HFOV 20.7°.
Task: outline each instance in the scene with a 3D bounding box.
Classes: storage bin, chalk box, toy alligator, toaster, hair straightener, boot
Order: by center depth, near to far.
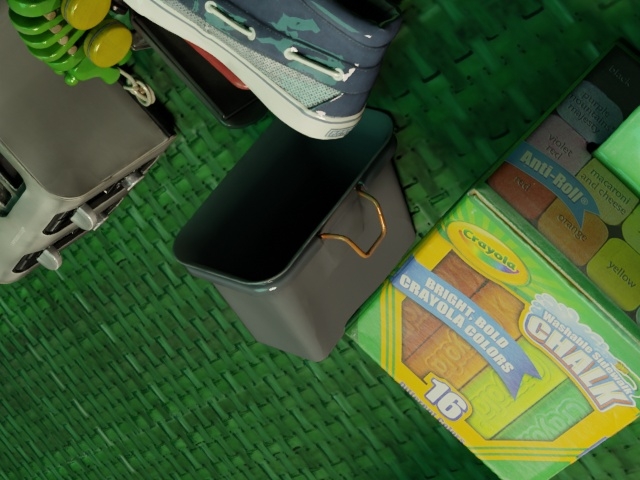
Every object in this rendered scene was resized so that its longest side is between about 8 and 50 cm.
[{"bbox_3d":[0.130,0.008,0.846,0.132,0.132,0.213,43,148,4],"label":"chalk box"},{"bbox_3d":[-0.040,-0.144,0.954,0.190,0.069,0.086,37,133,10],"label":"boot"},{"bbox_3d":[0.000,0.000,1.000,0.098,0.135,0.091,16,148,39],"label":"storage bin"},{"bbox_3d":[-0.144,-0.117,1.024,0.056,0.051,0.190,43,169,27],"label":"toy alligator"},{"bbox_3d":[-0.119,-0.144,1.047,0.230,0.047,0.089,39,147,12],"label":"hair straightener"},{"bbox_3d":[-0.206,-0.079,1.160,0.186,0.110,0.168,48,147,-2],"label":"toaster"}]
